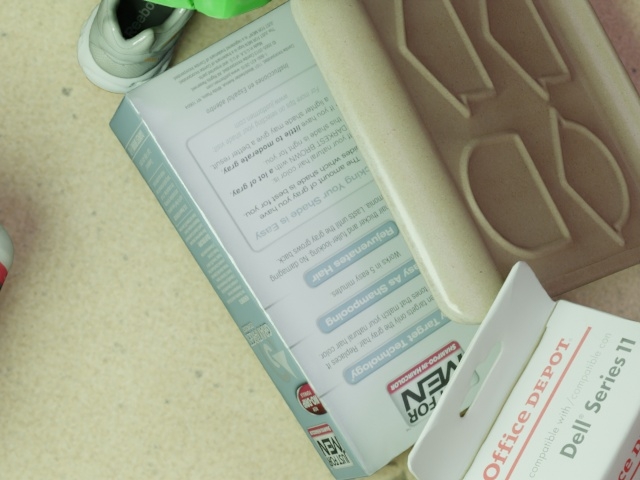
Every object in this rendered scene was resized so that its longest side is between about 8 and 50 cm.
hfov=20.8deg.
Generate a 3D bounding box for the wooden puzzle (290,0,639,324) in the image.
[{"bbox_3d":[0.148,-0.099,1.517,0.348,0.080,0.322,-17,77,-45],"label":"wooden puzzle"}]

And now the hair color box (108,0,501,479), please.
[{"bbox_3d":[0.000,0.000,1.499,0.185,0.113,0.374,-32,89,-18],"label":"hair color box"}]

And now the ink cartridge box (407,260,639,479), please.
[{"bbox_3d":[0.229,0.192,1.419,0.207,0.119,0.353,-59,138,-16],"label":"ink cartridge box"}]

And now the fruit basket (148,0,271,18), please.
[{"bbox_3d":[-0.030,-0.382,1.322,0.283,0.392,0.392,18,71,34],"label":"fruit basket"}]

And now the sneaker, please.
[{"bbox_3d":[-0.119,-0.252,1.509,0.099,0.121,0.262,25,75,-10],"label":"sneaker"}]

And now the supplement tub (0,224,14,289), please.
[{"bbox_3d":[-0.370,0.084,1.345,0.191,0.191,0.272,24,75,-10],"label":"supplement tub"}]
